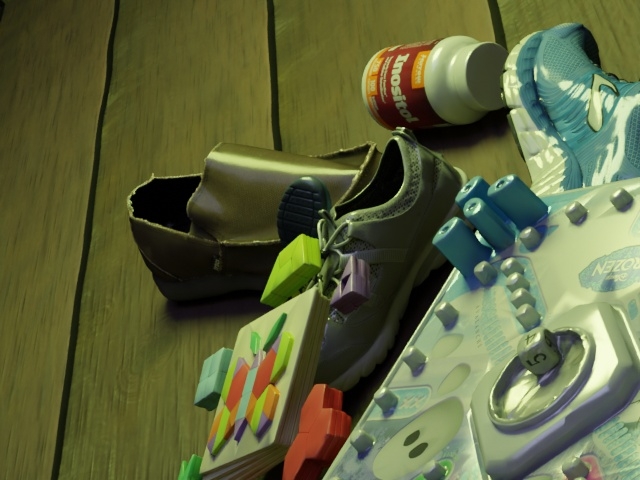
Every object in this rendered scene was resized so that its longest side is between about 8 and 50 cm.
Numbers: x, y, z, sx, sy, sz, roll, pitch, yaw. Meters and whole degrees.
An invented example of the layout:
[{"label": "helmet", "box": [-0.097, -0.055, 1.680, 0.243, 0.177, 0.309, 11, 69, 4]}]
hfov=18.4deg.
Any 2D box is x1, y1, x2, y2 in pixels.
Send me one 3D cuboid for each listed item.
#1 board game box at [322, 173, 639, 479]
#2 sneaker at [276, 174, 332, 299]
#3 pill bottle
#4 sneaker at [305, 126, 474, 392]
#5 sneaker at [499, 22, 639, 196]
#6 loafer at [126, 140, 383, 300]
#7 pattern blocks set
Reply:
[{"label": "board game box", "box": [0.139, 0.086, 1.254, 0.390, 0.050, 0.390, -10, 40, 54]}, {"label": "sneaker", "box": [0.000, 0.000, 1.773, 0.053, 0.144, 0.059, 22, 42, 35]}, {"label": "pill bottle", "box": [0.115, -0.152, 1.903, 0.152, 0.086, 0.086, -3, 44, 54]}, {"label": "sneaker", "box": [0.021, 0.025, 1.710, 0.105, 0.115, 0.281, -1, 48, 56]}, {"label": "sneaker", "box": [0.240, -0.074, 1.575, 0.147, 0.130, 0.330, -27, 36, 15]}, {"label": "loafer", "box": [-0.068, -0.027, 1.913, 0.366, 0.130, 0.134, -16, 35, 43]}, {"label": "pattern blocks set", "box": [-0.047, 0.124, 1.596, 0.325, 0.026, 0.285, -47, 27, 49]}]
